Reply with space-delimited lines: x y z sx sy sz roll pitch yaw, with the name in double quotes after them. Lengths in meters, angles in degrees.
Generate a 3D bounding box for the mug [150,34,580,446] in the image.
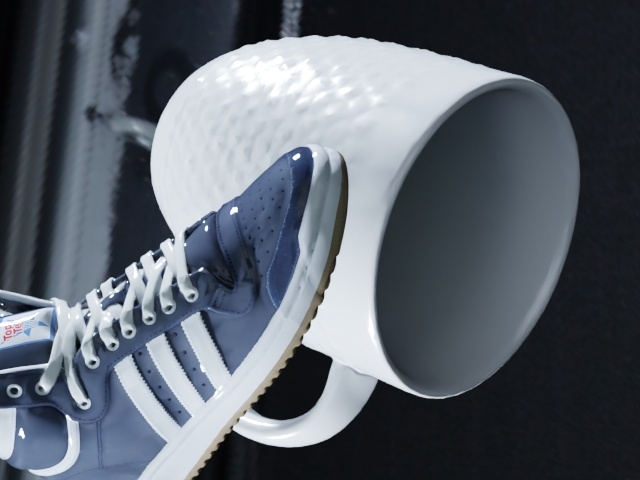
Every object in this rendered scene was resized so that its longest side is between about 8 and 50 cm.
0.000 0.000 1.289 0.328 0.276 0.374 22 -87 40 "mug"

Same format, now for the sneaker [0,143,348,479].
-0.107 0.042 0.819 0.282 0.153 0.099 -56 -158 29 "sneaker"
